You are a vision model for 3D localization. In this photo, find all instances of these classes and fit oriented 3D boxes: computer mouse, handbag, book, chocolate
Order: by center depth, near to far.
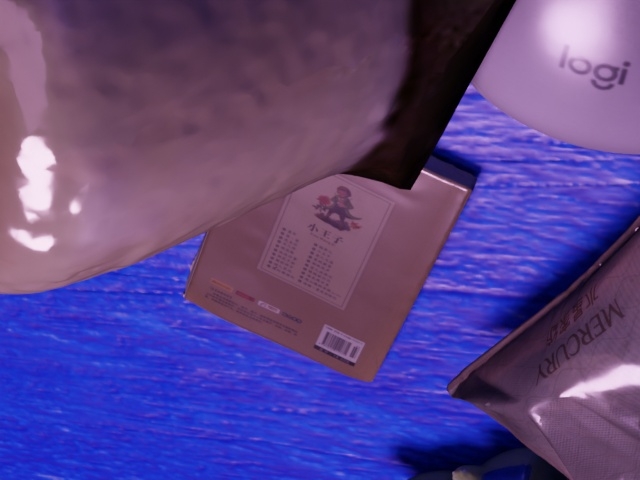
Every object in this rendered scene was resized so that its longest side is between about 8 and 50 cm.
[{"bbox_3d":[-0.117,-0.115,0.859,0.326,0.297,0.314,41,147,8],"label":"chocolate"},{"bbox_3d":[0.145,-0.153,0.881,0.184,0.121,0.297,22,137,6],"label":"computer mouse"},{"bbox_3d":[0.202,0.075,1.069,0.182,0.117,0.270,44,133,3],"label":"handbag"},{"bbox_3d":[0.000,0.000,1.160,0.138,0.016,0.199,25,136,1],"label":"book"}]

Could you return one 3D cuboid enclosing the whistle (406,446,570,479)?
[{"bbox_3d":[0.126,0.186,1.228,0.227,0.085,0.105,-16,117,33],"label":"whistle"}]
